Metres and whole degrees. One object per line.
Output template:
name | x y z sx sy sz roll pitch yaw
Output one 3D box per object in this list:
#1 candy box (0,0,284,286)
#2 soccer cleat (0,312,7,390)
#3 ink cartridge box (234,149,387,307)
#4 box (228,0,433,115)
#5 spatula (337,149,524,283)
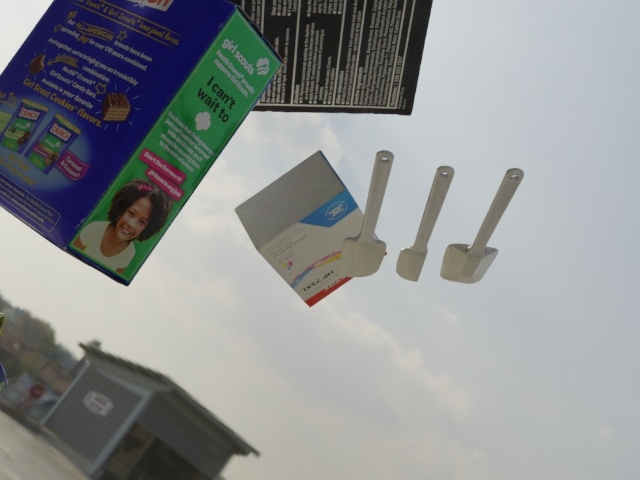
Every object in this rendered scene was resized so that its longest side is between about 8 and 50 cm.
candy box | -0.243 -0.151 0.958 0.268 0.317 0.122 30 -6 33
soccer cleat | -0.371 0.088 0.813 0.289 0.121 0.093 40 -35 55
ink cartridge box | 0.000 0.000 1.091 0.078 0.134 0.231 57 3 34
box | -0.013 -0.336 1.101 0.294 0.183 0.296 0 -49 -9
spatula | 0.111 -0.015 0.844 0.168 0.019 0.242 7 -31 -1
